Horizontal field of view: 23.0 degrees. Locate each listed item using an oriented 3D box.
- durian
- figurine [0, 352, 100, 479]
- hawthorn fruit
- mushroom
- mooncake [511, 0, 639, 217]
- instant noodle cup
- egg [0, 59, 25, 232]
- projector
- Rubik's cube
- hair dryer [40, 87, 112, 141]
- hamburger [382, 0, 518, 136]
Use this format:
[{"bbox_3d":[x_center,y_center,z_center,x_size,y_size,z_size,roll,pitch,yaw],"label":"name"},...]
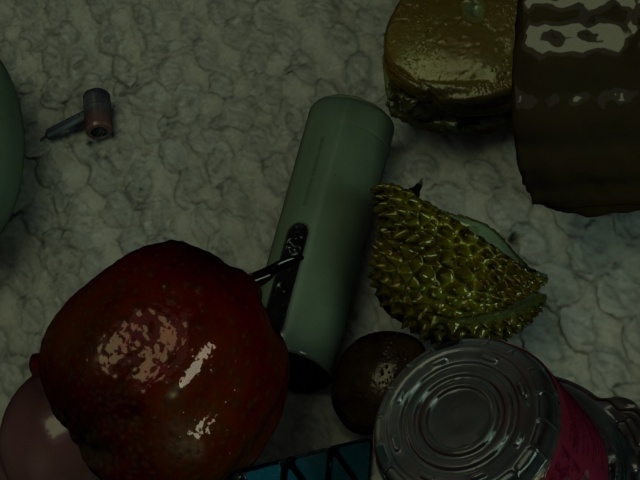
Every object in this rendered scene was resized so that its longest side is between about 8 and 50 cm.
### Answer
[{"bbox_3d":[0.118,0.030,1.663,0.138,0.193,0.237,-57,31,10],"label":"durian"},{"bbox_3d":[-0.272,0.225,1.736,0.173,0.173,0.173,-13,55,19],"label":"figurine"},{"bbox_3d":[-0.125,0.117,1.582,0.300,0.254,0.254,-36,50,-11],"label":"hawthorn fruit"},{"bbox_3d":[0.064,0.152,1.668,0.127,0.087,0.127,-43,29,31],"label":"mushroom"},{"bbox_3d":[0.310,-0.182,1.622,0.187,0.324,0.324,-2,59,18],"label":"mooncake"},{"bbox_3d":[0.161,0.207,1.521,0.302,0.181,0.258,-36,50,1],"label":"instant noodle cup"},{"bbox_3d":[-0.498,-0.134,2.039,0.230,0.230,0.371,-26,58,9],"label":"egg"},{"bbox_3d":[0.000,0.000,1.785,0.108,0.108,0.338,0,59,26],"label":"projector"},{"bbox_3d":[-0.069,0.278,1.595,0.190,0.178,0.211,-13,53,22],"label":"Rubik's cube"},{"bbox_3d":[-0.328,-0.152,2.094,0.114,0.037,0.063,-24,53,20],"label":"hair dryer"},{"bbox_3d":[0.176,-0.210,1.823,0.215,0.122,0.189,-7,57,8],"label":"hamburger"}]
